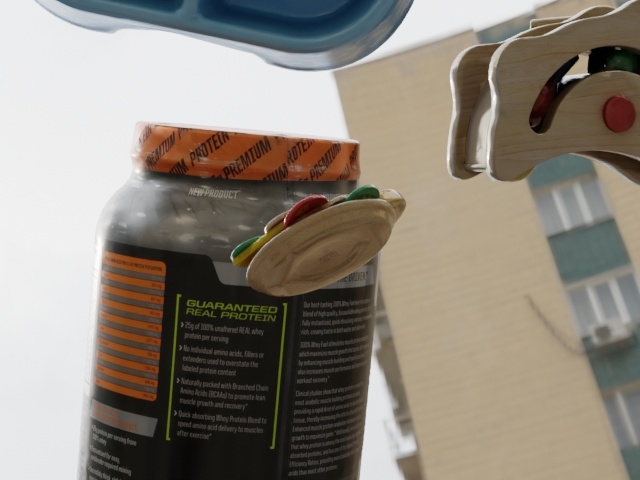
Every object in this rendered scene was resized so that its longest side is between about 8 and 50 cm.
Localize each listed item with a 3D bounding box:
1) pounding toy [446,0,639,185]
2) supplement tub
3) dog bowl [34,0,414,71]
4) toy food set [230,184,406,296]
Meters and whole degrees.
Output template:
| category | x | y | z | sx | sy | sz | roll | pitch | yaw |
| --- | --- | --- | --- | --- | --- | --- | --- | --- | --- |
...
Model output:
| category | x | y | z | sx | sy | sz | roll | pitch | yaw |
| --- | --- | --- | --- | --- | --- | --- | --- | --- | --- |
| pounding toy | 0.216 | -0.108 | 1.159 | 0.269 | 0.155 | 0.154 | -20 | -80 | -20 |
| supplement tub | -0.062 | 0.083 | 0.959 | 0.193 | 0.193 | 0.316 | 4 | -84 | -18 |
| dog bowl | -0.074 | -0.208 | 0.949 | 0.297 | 0.074 | 0.166 | 11 | -82 | -3 |
| toy food set | 0.000 | 0.000 | 0.696 | 0.083 | 0.020 | 0.082 | -36 | -23 | 22 |
